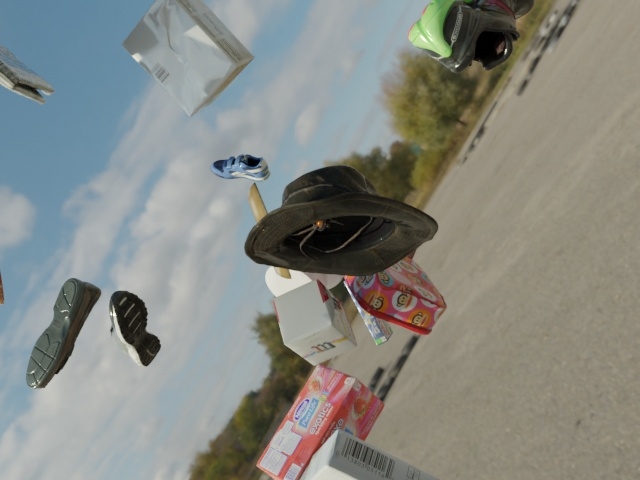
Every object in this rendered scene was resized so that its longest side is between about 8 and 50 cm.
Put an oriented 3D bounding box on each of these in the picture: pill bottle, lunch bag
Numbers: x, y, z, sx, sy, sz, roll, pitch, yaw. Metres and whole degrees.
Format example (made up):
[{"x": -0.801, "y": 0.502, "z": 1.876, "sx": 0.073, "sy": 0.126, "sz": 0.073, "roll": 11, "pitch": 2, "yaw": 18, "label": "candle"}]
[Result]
[{"x": 0.000, "y": 0.000, "z": 2.265, "sx": 0.408, "sy": 0.229, "sz": 0.229, "roll": -59, "pitch": -4, "yaw": -40, "label": "pill bottle"}, {"x": 0.199, "y": 0.115, "z": 1.934, "sx": 0.120, "sy": 0.258, "sz": 0.293, "roll": -62, "pitch": 21, "yaw": 18, "label": "lunch bag"}]

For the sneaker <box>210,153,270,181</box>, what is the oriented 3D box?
[{"x": -0.191, "y": -0.179, "z": 1.780, "sx": 0.059, "sy": 0.144, "sz": 0.053, "roll": 84, "pitch": -169, "yaw": -52, "label": "sneaker"}]

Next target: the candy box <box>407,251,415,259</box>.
[{"x": 0.234, "y": 0.060, "z": 2.233, "sx": 0.109, "sy": 0.053, "sz": 0.187, "roll": -64, "pitch": 1, "yaw": -15, "label": "candy box"}]

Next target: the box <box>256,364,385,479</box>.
[{"x": 0.002, "y": 0.479, "z": 1.857, "sx": 0.154, "sy": 0.142, "sz": 0.300, "roll": 10, "pitch": 60, "yaw": 48, "label": "box"}]

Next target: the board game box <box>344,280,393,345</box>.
[{"x": 0.138, "y": 0.191, "z": 2.132, "sx": 0.035, "sy": 0.201, "sz": 0.136, "roll": -28, "pitch": -3, "yaw": 12, "label": "board game box"}]

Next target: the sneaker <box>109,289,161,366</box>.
[{"x": -0.488, "y": 0.219, "z": 1.882, "sx": 0.100, "sy": 0.108, "sz": 0.272, "roll": -57, "pitch": -23, "yaw": -35, "label": "sneaker"}]

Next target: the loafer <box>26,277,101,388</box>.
[{"x": -0.578, "y": 0.219, "z": 1.710, "sx": 0.084, "sy": 0.096, "sz": 0.268, "roll": 23, "pitch": -88, "yaw": -49, "label": "loafer"}]

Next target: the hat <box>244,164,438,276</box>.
[{"x": 0.029, "y": -0.049, "z": 1.301, "sx": 0.331, "sy": 0.331, "sz": 0.134, "roll": 113, "pitch": 153, "yaw": -61, "label": "hat"}]

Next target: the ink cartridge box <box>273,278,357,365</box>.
[{"x": -0.011, "y": 0.200, "z": 1.807, "sx": 0.127, "sy": 0.128, "sz": 0.176, "roll": -25, "pitch": -32, "yaw": 11, "label": "ink cartridge box"}]

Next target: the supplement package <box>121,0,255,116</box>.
[{"x": -0.349, "y": -0.502, "z": 1.993, "sx": 0.204, "sy": 0.262, "sz": 0.145, "roll": -40, "pitch": 6, "yaw": 27, "label": "supplement package"}]

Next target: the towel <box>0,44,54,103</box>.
[{"x": -0.806, "y": -0.453, "z": 1.802, "sx": 0.056, "sy": 0.312, "sz": 0.324, "roll": -50, "pitch": 7, "yaw": 3, "label": "towel"}]

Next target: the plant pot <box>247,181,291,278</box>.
[{"x": -0.121, "y": -0.017, "z": 1.716, "sx": 0.032, "sy": 0.236, "sz": 0.236, "roll": -22, "pitch": -8, "yaw": -4, "label": "plant pot"}]

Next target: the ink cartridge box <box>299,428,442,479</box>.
[{"x": 0.094, "y": 0.562, "z": 1.561, "sx": 0.385, "sy": 0.308, "sz": 0.091, "roll": -59, "pitch": 6, "yaw": 49, "label": "ink cartridge box"}]

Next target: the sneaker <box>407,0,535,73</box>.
[{"x": 0.397, "y": -0.518, "z": 1.843, "sx": 0.483, "sy": 0.202, "sz": 0.185, "roll": -35, "pitch": -6, "yaw": -40, "label": "sneaker"}]

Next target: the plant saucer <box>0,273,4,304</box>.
[{"x": -0.438, "y": 0.046, "z": 1.010, "sx": 0.013, "sy": 0.083, "sz": 0.083, "roll": -10, "pitch": -27, "yaw": -20, "label": "plant saucer"}]
